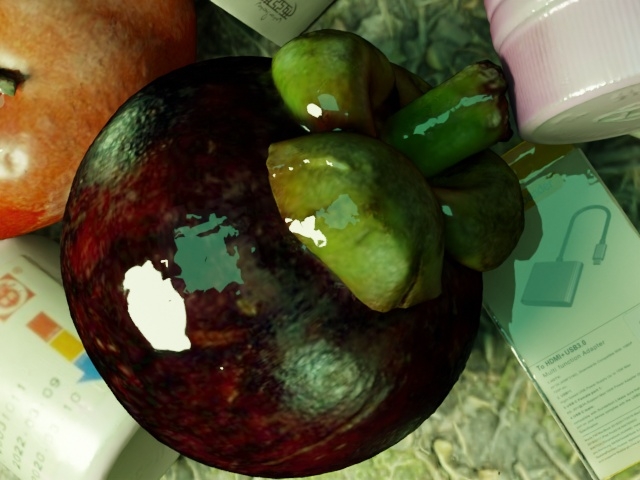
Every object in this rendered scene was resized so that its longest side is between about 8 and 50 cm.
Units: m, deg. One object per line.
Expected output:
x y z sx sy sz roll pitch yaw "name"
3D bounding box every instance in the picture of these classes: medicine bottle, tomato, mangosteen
-0.247 0.092 0.666 0.292 0.170 0.170 33 100 15 "medicine bottle"
-0.264 -0.176 0.597 0.325 0.290 0.293 39 112 -18 "tomato"
-0.009 0.010 0.527 0.300 0.300 0.301 0 89 18 "mangosteen"
0.163 -0.198 0.458 0.152 0.152 0.254 -13 82 18 "medicine bottle"

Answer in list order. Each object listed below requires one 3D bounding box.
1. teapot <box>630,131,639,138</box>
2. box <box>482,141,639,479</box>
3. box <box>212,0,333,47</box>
0.245 -0.150 0.546 0.145 0.092 0.226 -27 80 13 "teapot"
0.198 0.045 0.590 0.129 0.033 0.247 -33 80 16 "box"
-0.034 -0.268 0.551 0.194 0.260 0.111 -41 78 13 "box"
